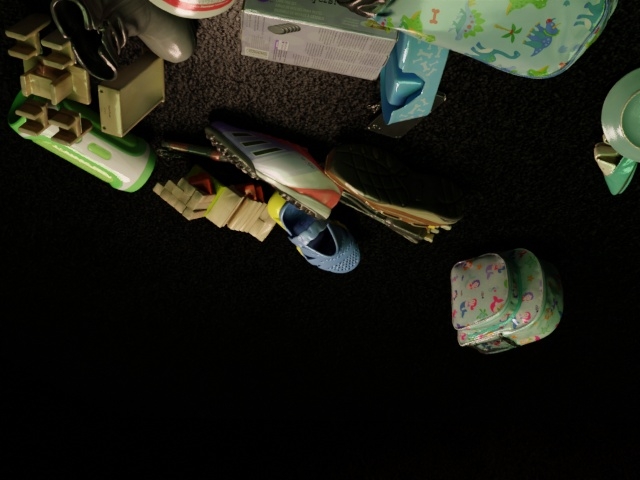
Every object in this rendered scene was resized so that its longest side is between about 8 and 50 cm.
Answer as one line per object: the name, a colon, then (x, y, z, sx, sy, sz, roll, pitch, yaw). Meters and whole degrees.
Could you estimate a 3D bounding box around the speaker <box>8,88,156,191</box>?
speaker: (-0.491, -0.214, 2.038, 0.131, 0.131, 0.296, -18, 142, 42)

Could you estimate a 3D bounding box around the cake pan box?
cake pan box: (-0.006, -0.340, 1.604, 0.245, 0.070, 0.267, 12, 174, -3)

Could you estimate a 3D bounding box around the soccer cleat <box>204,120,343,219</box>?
soccer cleat: (-0.093, -0.170, 2.046, 0.318, 0.116, 0.108, 34, 176, -11)

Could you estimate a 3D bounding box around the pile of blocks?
pile of blocks: (-0.210, -0.104, 2.195, 0.149, 0.113, 0.362, 45, -165, 32)

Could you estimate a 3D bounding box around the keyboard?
keyboard: (0.148, -0.252, 1.867, 0.108, 0.023, 0.180, 14, 153, -23)

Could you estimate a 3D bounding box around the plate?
plate: (0.582, -0.213, 1.690, 0.188, 0.024, 0.188, 5, 121, 9)

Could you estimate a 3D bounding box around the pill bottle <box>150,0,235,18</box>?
pill bottle: (-0.156, -0.470, 1.370, 0.176, 0.176, 0.318, 16, 152, -13)

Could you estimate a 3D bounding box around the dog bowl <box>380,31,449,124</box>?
dog bowl: (0.154, -0.310, 1.609, 0.074, 0.166, 0.297, -1, 153, -4)

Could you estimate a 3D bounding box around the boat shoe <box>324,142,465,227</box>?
boat shoe: (0.147, -0.098, 2.062, 0.323, 0.123, 0.120, 22, 154, -21)

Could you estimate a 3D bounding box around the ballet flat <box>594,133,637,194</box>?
ballet flat: (0.557, -0.177, 1.815, 0.087, 0.083, 0.247, 10, 147, -2)

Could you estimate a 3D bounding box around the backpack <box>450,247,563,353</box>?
backpack: (0.435, 0.134, 2.306, 0.253, 0.225, 0.191, -17, 148, 35)

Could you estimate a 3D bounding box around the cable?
cable: (0.152, -0.070, 2.216, 0.287, 0.072, 0.139, 27, 168, -6)

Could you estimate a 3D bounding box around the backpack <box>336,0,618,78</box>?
backpack: (0.238, -0.380, 1.364, 0.355, 0.273, 0.290, 10, 131, -30)

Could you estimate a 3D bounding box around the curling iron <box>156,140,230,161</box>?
curling iron: (-0.215, -0.184, 2.109, 0.273, 0.035, 0.068, 5, 170, 1)

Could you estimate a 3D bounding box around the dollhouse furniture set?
dollhouse furniture set: (-0.434, -0.301, 1.823, 0.242, 0.161, 0.212, 18, 130, 15)

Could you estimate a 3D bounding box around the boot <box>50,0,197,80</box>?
boot: (-0.327, -0.347, 1.616, 0.118, 0.223, 0.338, -4, 150, 24)

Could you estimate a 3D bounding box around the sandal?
sandal: (0.000, 0.000, 2.248, 0.126, 0.138, 0.317, -45, 138, 6)
